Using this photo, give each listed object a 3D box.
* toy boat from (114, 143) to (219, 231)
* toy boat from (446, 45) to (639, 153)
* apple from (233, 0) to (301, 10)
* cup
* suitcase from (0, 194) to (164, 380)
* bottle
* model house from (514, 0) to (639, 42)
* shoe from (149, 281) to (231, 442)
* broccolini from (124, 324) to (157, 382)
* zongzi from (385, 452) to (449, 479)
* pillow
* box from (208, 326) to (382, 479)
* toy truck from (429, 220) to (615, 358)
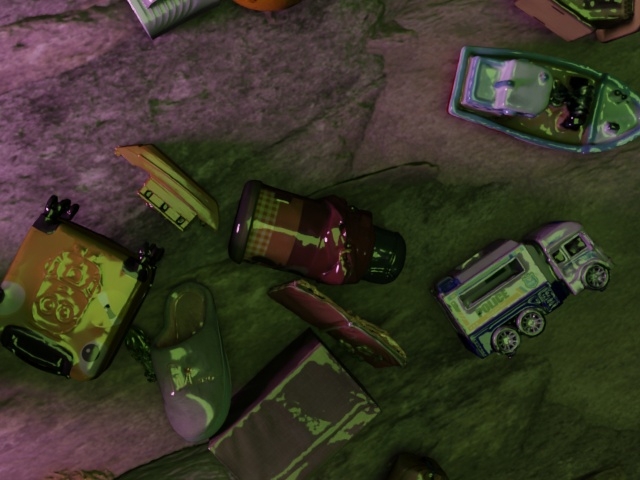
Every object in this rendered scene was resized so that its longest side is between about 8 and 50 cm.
[{"bbox_3d":[-0.240,-0.080,1.388,0.200,0.057,0.077,42,94,-10],"label":"toy boat"},{"bbox_3d":[0.376,-0.223,1.430,0.332,0.133,0.145,12,92,-10],"label":"toy boat"},{"bbox_3d":[-0.079,-0.431,1.329,0.182,0.155,0.182,0,93,-10],"label":"apple"},{"bbox_3d":[-0.221,-0.372,1.330,0.129,0.128,0.095,-31,100,-2],"label":"cup"},{"bbox_3d":[-0.361,0.078,1.313,0.194,0.143,0.235,27,88,-1],"label":"suitcase"},{"bbox_3d":[0.000,0.000,1.379,0.271,0.143,0.156,14,51,-7],"label":"bottle"},{"bbox_3d":[0.348,-0.415,1.375,0.279,0.218,0.204,-1,94,-4],"label":"model house"},{"bbox_3d":[-0.205,0.178,1.356,0.103,0.100,0.251,-15,69,21],"label":"shoe"},{"bbox_3d":[-0.316,0.124,1.405,0.054,0.051,0.239,-37,92,0],"label":"broccolini"},{"bbox_3d":[0.195,0.517,1.481,0.289,0.123,0.260,31,87,-20],"label":"zongzi"},{"bbox_3d":[0.027,0.134,1.414,0.232,0.126,0.043,34,66,-12],"label":"pillow"},{"bbox_3d":[-0.044,0.278,1.401,0.231,0.149,0.155,-43,99,-3],"label":"box"},{"bbox_3d":[0.329,0.065,1.453,0.268,0.124,0.155,-35,94,-3],"label":"toy truck"}]
